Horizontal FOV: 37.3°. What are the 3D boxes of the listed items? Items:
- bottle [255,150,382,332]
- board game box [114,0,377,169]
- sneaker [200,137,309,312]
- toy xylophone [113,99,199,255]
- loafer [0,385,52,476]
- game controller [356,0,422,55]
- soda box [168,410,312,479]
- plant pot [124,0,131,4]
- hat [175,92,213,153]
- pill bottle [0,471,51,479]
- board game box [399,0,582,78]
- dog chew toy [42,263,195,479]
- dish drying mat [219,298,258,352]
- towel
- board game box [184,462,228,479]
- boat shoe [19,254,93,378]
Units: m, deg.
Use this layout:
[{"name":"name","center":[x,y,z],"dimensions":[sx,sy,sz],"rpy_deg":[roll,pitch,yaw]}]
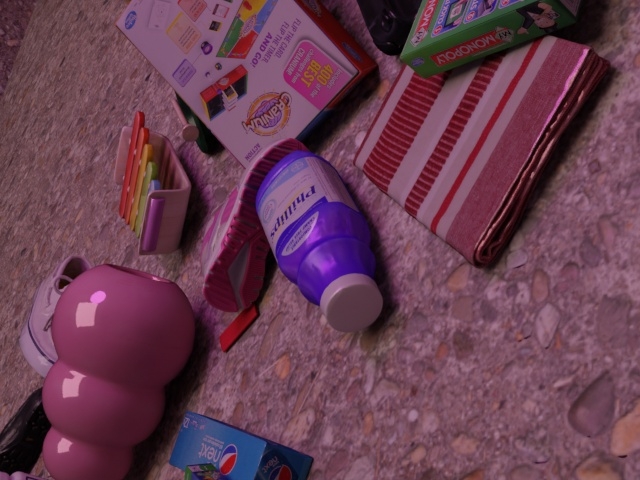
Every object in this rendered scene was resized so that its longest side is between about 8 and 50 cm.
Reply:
[{"name":"bottle","center":[0.000,0.000,1.135],"dimensions":[0.118,0.092,0.283],"rpy_deg":[-49,33,17]},{"name":"board game box","center":[-0.111,-0.276,1.332],"dimensions":[0.242,0.316,0.064],"rpy_deg":[-43,-3,32]},{"name":"sneaker","center":[-0.101,-0.032,1.312],"dimensions":[0.252,0.103,0.111],"rpy_deg":[-60,28,1]},{"name":"toy xylophone","center":[-0.286,-0.118,1.637],"dimensions":[0.322,0.081,0.236],"rpy_deg":[-137,55,-62]},{"name":"loafer","center":[-0.550,0.362,1.753],"dimensions":[0.223,0.076,0.078],"rpy_deg":[-53,26,9]},{"name":"game controller","center":[0.114,-0.382,1.300],"dimensions":[0.166,0.067,0.319],"rpy_deg":[-34,39,19]},{"name":"soda box","center":[-0.100,0.259,1.120],"dimensions":[0.210,0.067,0.071],"rpy_deg":[1,69,58]},{"name":"plant pot","center":[-0.269,-0.602,1.893],"dimensions":[0.276,0.276,0.254],"rpy_deg":[-47,23,27]},{"name":"hat","center":[-0.147,-0.262,1.630],"dimensions":[0.183,0.173,0.208],"rpy_deg":[-22,5,-10]},{"name":"pill bottle","center":[-0.477,0.415,1.542],"dimensions":[0.067,0.120,0.067],"rpy_deg":[-38,38,38]},{"name":"board game box","center":[0.220,-0.341,1.050],"dimensions":[0.213,0.046,0.317],"rpy_deg":[-12,50,52]},{"name":"dog chew toy","center":[-0.306,0.206,1.370],"dimensions":[0.206,0.206,0.332],"rpy_deg":[16,89,60]},{"name":"dish drying mat","center":[-0.112,0.118,1.309],"dimensions":[0.083,0.008,0.032],"rpy_deg":[-48,34,25]},{"name":"towel","center":[0.158,-0.132,1.050],"dimensions":[0.237,0.037,0.329],"rpy_deg":[-61,28,10]},{"name":"board game box","center":[-0.117,0.363,1.027],"dimensions":[0.136,0.035,0.201],"rpy_deg":[22,107,57]},{"name":"boat shoe","center":[-0.442,0.121,1.725],"dimensions":[0.156,0.135,0.367],"rpy_deg":[-54,21,11]}]
